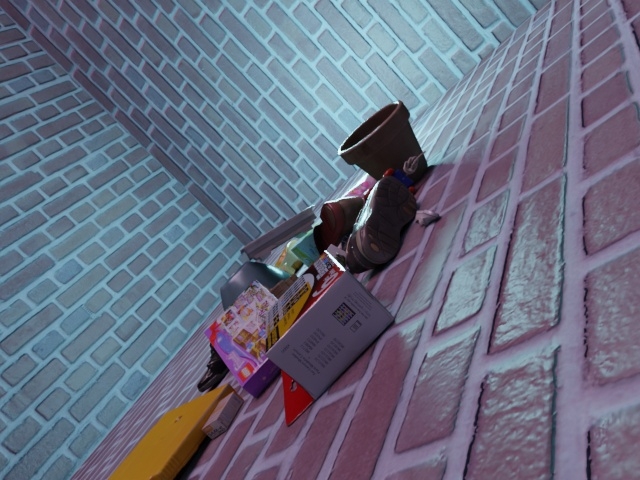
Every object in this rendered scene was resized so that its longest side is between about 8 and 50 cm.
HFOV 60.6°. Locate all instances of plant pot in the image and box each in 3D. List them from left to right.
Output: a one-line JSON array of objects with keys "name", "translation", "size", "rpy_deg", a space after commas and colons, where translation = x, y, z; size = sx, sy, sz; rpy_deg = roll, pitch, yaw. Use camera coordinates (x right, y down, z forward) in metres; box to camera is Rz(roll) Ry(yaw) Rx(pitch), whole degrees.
[{"name": "plant pot", "translation": [-0.237, 0.188, 1.934], "size": [0.290, 0.195, 0.290], "rpy_deg": [-44, 8, 7]}, {"name": "plant pot", "translation": [0.227, -0.287, 1.790], "size": [0.263, 0.229, 0.263], "rpy_deg": [-38, 15, 12]}]

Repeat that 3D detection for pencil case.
[{"name": "pencil case", "translation": [0.160, -0.156, 1.925], "size": [0.284, 0.124, 0.124], "rpy_deg": [-46, 7, -14]}]

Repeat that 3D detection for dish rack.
[{"name": "dish rack", "translation": [-0.137, -0.008, 1.872], "size": [0.285, 0.072, 0.333], "rpy_deg": [-31, 0, -8]}]

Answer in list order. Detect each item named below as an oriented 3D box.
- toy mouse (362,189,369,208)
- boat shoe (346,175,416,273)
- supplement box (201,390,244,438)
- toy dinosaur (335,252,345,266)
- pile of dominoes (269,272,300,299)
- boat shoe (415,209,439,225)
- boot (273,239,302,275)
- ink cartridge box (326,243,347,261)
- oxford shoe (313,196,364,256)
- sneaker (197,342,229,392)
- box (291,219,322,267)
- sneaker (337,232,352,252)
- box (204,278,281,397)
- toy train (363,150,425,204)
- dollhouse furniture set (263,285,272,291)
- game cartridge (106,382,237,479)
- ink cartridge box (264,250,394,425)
[{"name": "toy mouse", "translation": [0.159, -0.125, 1.800], "size": [0.143, 0.031, 0.161], "rpy_deg": [22, 63, 39]}, {"name": "boat shoe", "translation": [0.141, -0.046, 1.395], "size": [0.130, 0.132, 0.355], "rpy_deg": [-41, 8, 38]}, {"name": "supplement box", "translation": [-0.228, 0.409, 1.286], "size": [0.062, 0.036, 0.098], "rpy_deg": [-40, 9, 32]}, {"name": "toy dinosaur", "translation": [0.045, 0.115, 1.329], "size": [0.093, 0.053, 0.183], "rpy_deg": [-67, -11, -44]}, {"name": "pile of dominoes", "translation": [-0.063, 0.098, 1.627], "size": [0.196, 0.040, 0.251], "rpy_deg": [-43, -1, 34]}, {"name": "boat shoe", "translation": [0.242, -0.050, 1.262], "size": [0.100, 0.035, 0.035], "rpy_deg": [-169, 97, -77]}, {"name": "boot", "translation": [-0.175, 0.128, 2.277], "size": [0.211, 0.104, 0.295], "rpy_deg": [-41, 12, 26]}, {"name": "ink cartridge box", "translation": [0.020, 0.086, 1.472], "size": [0.181, 0.061, 0.104], "rpy_deg": [-53, -12, -48]}, {"name": "oxford shoe", "translation": [0.062, -0.029, 1.776], "size": [0.130, 0.123, 0.348], "rpy_deg": [-22, -17, -19]}, {"name": "sneaker", "translation": [-0.337, 0.369, 1.758], "size": [0.227, 0.130, 0.087], "rpy_deg": [-50, 7, -20]}, {"name": "box", "translation": [0.000, 0.000, 2.013], "size": [0.203, 0.103, 0.114], "rpy_deg": [-37, 11, 48]}, {"name": "sneaker", "translation": [0.070, 0.028, 1.695], "size": [0.135, 0.052, 0.058], "rpy_deg": [-47, 3, -18]}, {"name": "box", "translation": [-0.162, 0.233, 1.371], "size": [0.201, 0.057, 0.293], "rpy_deg": [-46, 33, -8]}, {"name": "toy train", "translation": [0.234, -0.162, 1.695], "size": [0.248, 0.105, 0.143], "rpy_deg": [-47, -6, -12]}, {"name": "dollhouse furniture set", "translation": [-0.147, 0.244, 1.737], "size": [0.101, 0.160, 0.182], "rpy_deg": [30, 114, 46]}, {"name": "game cartridge", "translation": [-0.377, 0.505, 1.334], "size": [0.285, 0.053, 0.324], "rpy_deg": [-32, 11, 32]}, {"name": "ink cartridge box", "translation": [-0.021, 0.174, 1.085], "size": [0.272, 0.130, 0.309], "rpy_deg": [-46, 8, -1]}]
